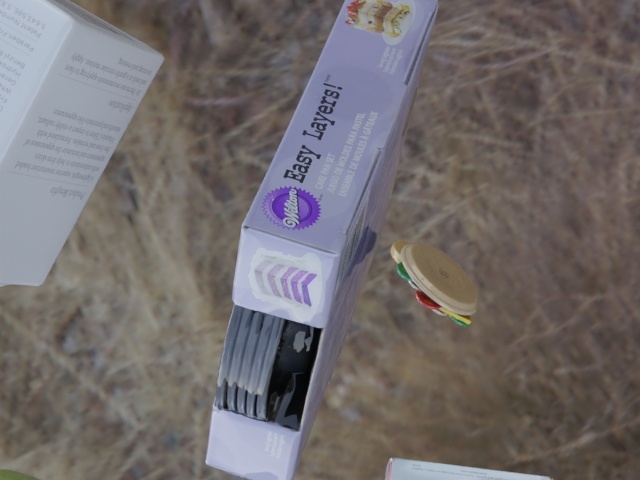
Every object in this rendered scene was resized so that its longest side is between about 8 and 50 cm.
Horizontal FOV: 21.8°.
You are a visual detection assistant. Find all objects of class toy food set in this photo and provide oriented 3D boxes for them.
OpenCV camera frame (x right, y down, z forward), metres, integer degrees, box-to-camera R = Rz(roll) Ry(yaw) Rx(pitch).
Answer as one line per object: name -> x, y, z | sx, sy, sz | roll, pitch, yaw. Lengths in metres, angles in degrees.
toy food set -> 0.096, 0.034, 1.372 | 0.083, 0.082, 0.020 | 28, 117, -25

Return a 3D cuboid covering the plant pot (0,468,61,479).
plant pot -> -0.230, 0.211, 1.276 | 0.079, 0.083, 0.083 | 19, 119, 50

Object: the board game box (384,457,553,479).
board game box -> 0.113, 0.340, 1.467 | 0.144, 0.142, 0.275 | 7, 80, 2

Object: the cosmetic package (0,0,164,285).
cosmetic package -> -0.227, -0.084, 1.075 | 0.151, 0.151, 0.184 | 31, 95, 16

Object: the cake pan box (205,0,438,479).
cake pan box -> 0.000, 0.000, 1.107 | 0.070, 0.267, 0.246 | 16, 138, 6
